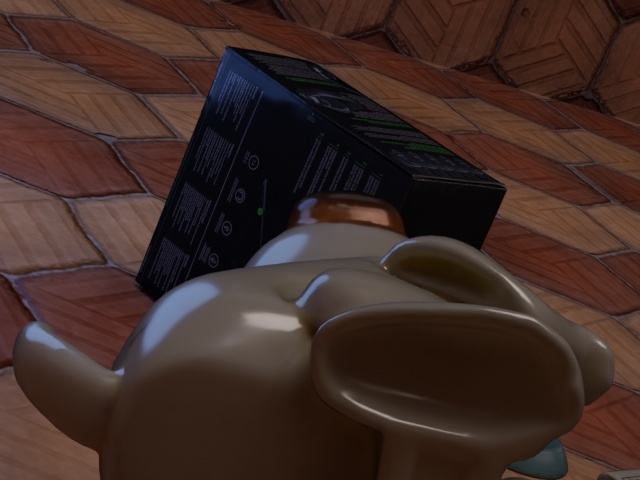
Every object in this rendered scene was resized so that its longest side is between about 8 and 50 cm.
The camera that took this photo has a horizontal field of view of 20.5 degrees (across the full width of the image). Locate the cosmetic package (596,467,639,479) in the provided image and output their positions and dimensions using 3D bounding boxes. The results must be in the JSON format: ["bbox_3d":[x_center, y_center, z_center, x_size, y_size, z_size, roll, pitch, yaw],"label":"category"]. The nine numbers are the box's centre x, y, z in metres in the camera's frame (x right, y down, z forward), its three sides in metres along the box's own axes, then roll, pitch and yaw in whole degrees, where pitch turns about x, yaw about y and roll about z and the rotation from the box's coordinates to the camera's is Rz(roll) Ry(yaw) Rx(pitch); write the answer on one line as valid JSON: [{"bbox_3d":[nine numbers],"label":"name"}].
[{"bbox_3d":[0.329,0.264,1.391,0.296,0.129,0.153,4,24,-46],"label":"cosmetic package"}]

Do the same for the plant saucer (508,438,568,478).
[{"bbox_3d":[0.179,0.180,1.641,0.119,0.021,0.119,21,17,-7],"label":"plant saucer"}]

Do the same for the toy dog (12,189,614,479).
[{"bbox_3d":[0.006,0.120,1.260,0.395,0.284,0.408,6,14,7],"label":"toy dog"}]

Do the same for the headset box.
[{"bbox_3d":[0.000,0.000,1.570,0.131,0.246,0.283,4,24,-46],"label":"headset box"}]
